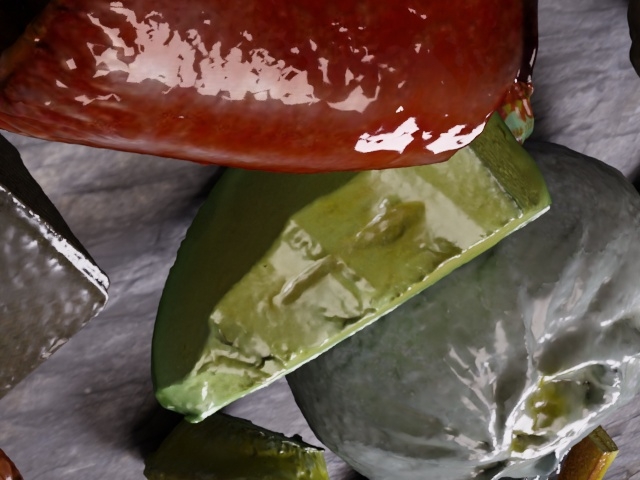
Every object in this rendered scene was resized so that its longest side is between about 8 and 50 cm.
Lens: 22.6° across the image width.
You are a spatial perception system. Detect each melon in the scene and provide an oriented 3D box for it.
[{"bbox_3d":[0.000,0.000,1.198,0.323,0.124,0.196,-38,108,10],"label":"melon"}]

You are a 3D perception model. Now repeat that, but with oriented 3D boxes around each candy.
[{"bbox_3d":[0.154,-0.189,1.226,0.078,0.084,0.288,-11,131,-34],"label":"candy"}]

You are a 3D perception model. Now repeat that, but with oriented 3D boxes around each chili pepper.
[{"bbox_3d":[-0.058,-0.165,0.864,0.305,0.229,0.251,5,86,-42],"label":"chili pepper"}]

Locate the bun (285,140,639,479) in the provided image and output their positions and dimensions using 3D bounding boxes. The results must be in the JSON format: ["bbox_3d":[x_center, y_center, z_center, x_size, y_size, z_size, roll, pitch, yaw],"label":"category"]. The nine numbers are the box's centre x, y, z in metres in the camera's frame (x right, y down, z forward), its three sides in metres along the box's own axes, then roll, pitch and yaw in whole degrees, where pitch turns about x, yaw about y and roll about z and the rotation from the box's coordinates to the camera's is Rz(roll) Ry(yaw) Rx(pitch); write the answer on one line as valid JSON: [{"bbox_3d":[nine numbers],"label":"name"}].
[{"bbox_3d":[0.149,0.084,1.392,0.361,0.211,0.362,-20,146,-14],"label":"bun"}]

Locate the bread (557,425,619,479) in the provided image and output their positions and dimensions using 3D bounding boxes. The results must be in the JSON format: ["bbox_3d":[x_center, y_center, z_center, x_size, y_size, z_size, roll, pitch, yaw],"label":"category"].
[{"bbox_3d":[0.306,0.251,1.913,0.035,0.090,0.094,-9,137,-34],"label":"bread"}]

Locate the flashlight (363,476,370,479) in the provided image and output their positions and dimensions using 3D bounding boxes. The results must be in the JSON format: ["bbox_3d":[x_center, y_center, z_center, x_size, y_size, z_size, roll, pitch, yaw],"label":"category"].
[{"bbox_3d":[0.052,0.346,1.757,0.103,0.103,0.424,-6,135,-42],"label":"flashlight"}]

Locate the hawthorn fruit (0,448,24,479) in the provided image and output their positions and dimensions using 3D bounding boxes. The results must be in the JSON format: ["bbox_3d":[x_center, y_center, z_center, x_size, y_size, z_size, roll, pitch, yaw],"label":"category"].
[{"bbox_3d":[-0.306,0.233,1.180,0.200,0.179,0.179,-19,149,6],"label":"hawthorn fruit"}]

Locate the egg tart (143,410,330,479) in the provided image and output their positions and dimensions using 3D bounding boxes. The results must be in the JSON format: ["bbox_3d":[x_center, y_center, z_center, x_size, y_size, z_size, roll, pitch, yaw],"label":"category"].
[{"bbox_3d":[-0.060,0.198,1.399,0.197,0.197,0.078,23,82,-56],"label":"egg tart"}]

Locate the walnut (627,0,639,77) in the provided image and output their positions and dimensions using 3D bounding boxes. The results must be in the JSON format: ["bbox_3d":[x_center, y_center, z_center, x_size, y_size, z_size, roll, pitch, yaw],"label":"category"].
[{"bbox_3d":[0.358,-0.165,1.331,0.224,0.224,0.224,-27,146,-20],"label":"walnut"}]

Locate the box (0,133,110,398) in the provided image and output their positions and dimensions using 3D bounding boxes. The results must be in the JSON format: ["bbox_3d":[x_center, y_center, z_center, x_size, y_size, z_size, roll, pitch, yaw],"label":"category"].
[{"bbox_3d":[-0.292,0.041,0.965,0.273,0.143,0.184,-41,148,-1],"label":"box"}]

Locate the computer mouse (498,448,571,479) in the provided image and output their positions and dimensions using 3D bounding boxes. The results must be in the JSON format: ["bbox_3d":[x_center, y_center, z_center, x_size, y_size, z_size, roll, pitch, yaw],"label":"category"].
[{"bbox_3d":[0.235,0.245,1.852,0.126,0.071,0.231,-17,135,-54],"label":"computer mouse"}]
